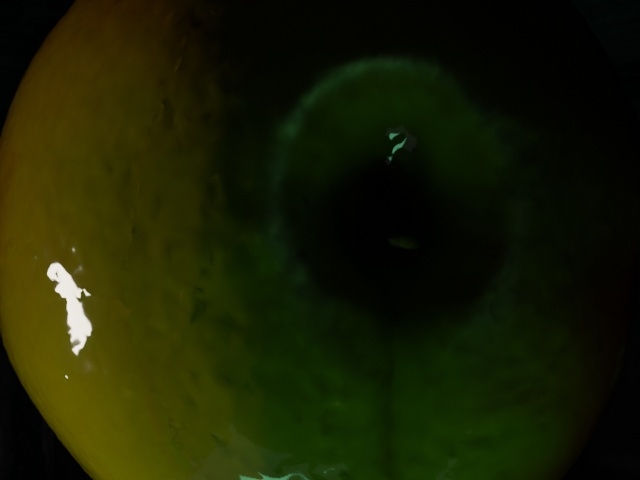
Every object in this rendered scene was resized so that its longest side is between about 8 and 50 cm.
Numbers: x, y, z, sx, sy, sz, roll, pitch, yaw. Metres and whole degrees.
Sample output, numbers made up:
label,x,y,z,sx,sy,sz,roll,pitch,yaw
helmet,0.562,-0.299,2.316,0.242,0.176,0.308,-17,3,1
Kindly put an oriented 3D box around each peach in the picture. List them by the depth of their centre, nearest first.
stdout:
label,x,y,z,sx,sy,sz,roll,pitch,yaw
peach,0.000,0.000,0.495,0.231,0.231,0.231,-2,179,0
